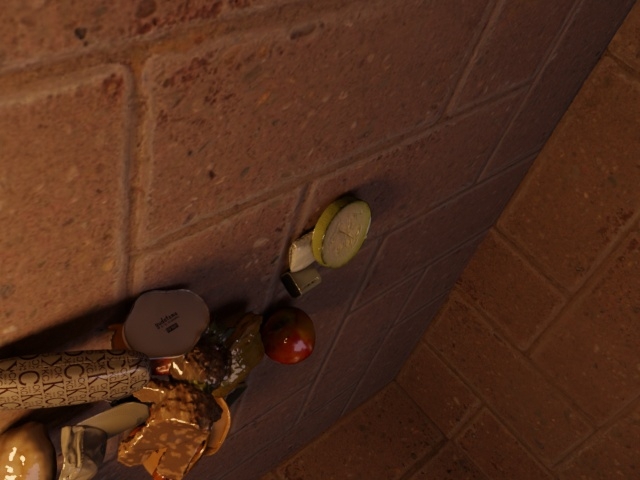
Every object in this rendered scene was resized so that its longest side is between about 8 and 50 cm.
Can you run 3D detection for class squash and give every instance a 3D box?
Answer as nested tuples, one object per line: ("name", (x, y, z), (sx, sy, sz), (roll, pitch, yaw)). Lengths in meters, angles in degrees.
("squash", (0.061, -0.022, 1.907), (0.219, 0.041, 0.219), (-33, 139, -35))

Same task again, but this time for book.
("book", (-0.383, 0.569, 2.321), (0.201, 0.026, 0.289), (-47, 158, 13))

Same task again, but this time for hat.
("hat", (-0.520, 0.499, 1.621), (0.245, 0.149, 0.214), (-10, 152, -20))

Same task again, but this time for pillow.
("pillow", (0.000, 0.000, 1.926), (0.229, 0.051, 0.128), (-33, 149, -28))

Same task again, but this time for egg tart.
("egg tart", (-0.257, 0.343, 1.904), (0.319, 0.128, 0.319), (-46, 178, -2))

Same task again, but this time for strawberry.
("strawberry", (-0.342, 0.270, 1.734), (0.174, 0.098, 0.228), (34, 116, -29))

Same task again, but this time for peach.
("peach", (-0.100, 0.306, 2.130), (0.197, 0.197, 0.197), (-36, 156, -18))

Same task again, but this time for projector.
("projector", (-0.057, 0.114, 1.976), (0.082, 0.083, 0.083), (-31, 180, -28))

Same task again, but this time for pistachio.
("pistachio", (-0.692, 0.529, 1.563), (0.181, 0.162, 0.293), (-74, -178, -47))

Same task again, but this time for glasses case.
("glasses case", (-0.524, 0.282, 1.369), (0.355, 0.085, 0.137), (-1, 146, -24))

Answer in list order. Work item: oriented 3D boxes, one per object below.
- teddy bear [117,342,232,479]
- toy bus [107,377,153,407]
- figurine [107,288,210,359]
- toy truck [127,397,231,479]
("teddy bear", (-0.350, 0.398, 1.628), (0.246, 0.222, 0.296), (28, 119, -26))
("toy bus", (-0.479, 0.369, 1.703), (0.092, 0.106, 0.268), (-35, 159, -8))
("figurine", (-0.384, 0.218, 1.567), (0.141, 0.166, 0.250), (-40, 165, 35))
("toy truck", (-0.426, 0.589, 2.053), (0.288, 0.204, 0.211), (-55, 157, 23))
